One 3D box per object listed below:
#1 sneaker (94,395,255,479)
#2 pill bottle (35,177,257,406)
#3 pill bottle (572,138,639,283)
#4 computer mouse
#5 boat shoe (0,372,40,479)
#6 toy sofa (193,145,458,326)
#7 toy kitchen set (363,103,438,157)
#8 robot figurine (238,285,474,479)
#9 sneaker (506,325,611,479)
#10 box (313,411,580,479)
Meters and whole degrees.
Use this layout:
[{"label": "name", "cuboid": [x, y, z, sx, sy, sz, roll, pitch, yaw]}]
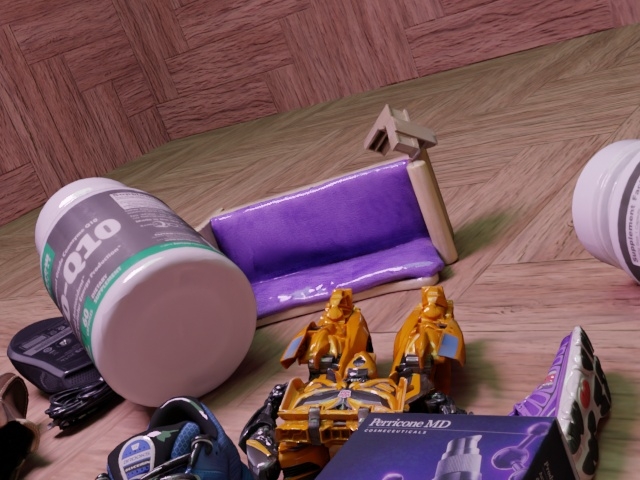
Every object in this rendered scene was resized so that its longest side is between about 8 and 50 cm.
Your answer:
[{"label": "sneaker", "cuboid": [-0.122, 0.225, 0.612, 0.129, 0.147, 0.330, -20, 17, 3]}, {"label": "pill bottle", "cuboid": [-0.248, 0.048, 1.095, 0.204, 0.204, 0.361, -27, 32, -21]}, {"label": "pill bottle", "cuboid": [0.369, -0.015, 0.748, 0.161, 0.161, 0.283, -25, 16, -13]}, {"label": "computer mouse", "cuboid": [-0.347, 0.184, 1.175, 0.188, 0.072, 0.272, -30, 31, -36]}, {"label": "boat shoe", "cuboid": [-0.376, 0.242, 0.985, 0.095, 0.095, 0.257, -14, 27, 3]}, {"label": "toy sofa", "cuboid": [0.000, 0.000, 1.174, 0.362, 0.150, 0.177, -15, 16, 18]}, {"label": "toy kitchen set", "cuboid": [0.112, -0.129, 1.147, 0.068, 0.075, 0.083, 13, 42, -22]}, {"label": "robot figurine", "cuboid": [0.042, 0.132, 0.770, 0.211, 0.085, 0.291, -3, 18, 14]}, {"label": "sneaker", "cuboid": [0.190, 0.129, 0.679, 0.071, 0.068, 0.170, -17, 16, 33]}, {"label": "box", "cuboid": [0.059, 0.207, 0.512, 0.153, 0.108, 0.207, -9, 21, 38]}]
